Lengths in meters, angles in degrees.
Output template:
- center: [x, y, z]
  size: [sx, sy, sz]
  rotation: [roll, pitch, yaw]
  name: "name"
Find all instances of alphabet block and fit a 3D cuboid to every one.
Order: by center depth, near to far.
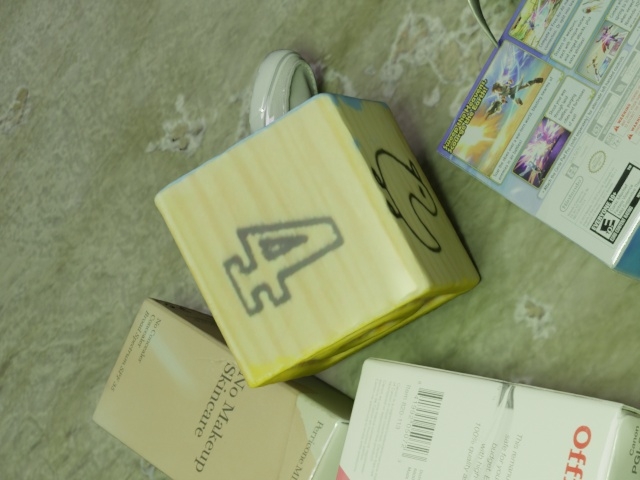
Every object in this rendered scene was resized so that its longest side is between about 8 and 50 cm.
- center: [0.000, 0.000, 1.647]
  size: [0.193, 0.192, 0.197]
  rotation: [-31, 82, 19]
  name: "alphabet block"

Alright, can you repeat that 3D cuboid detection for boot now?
- center: [0.002, -0.070, 1.814]
  size: [0.123, 0.095, 0.258]
  rotation: [-7, 79, 35]
  name: "boot"

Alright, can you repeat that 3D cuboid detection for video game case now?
- center: [0.257, -0.137, 1.607]
  size: [0.244, 0.061, 0.270]
  rotation: [38, 102, 43]
  name: "video game case"

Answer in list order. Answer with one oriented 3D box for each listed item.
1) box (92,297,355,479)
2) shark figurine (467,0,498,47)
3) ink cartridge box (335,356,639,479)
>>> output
- center: [-0.067, 0.183, 1.752]
  size: [0.311, 0.121, 0.148]
  rotation: [26, 93, 45]
  name: "box"
- center: [0.157, -0.283, 1.711]
  size: [0.116, 0.166, 0.278]
  rotation: [-33, 9, 9]
  name: "shark figurine"
- center: [0.149, 0.226, 1.538]
  size: [0.283, 0.117, 0.207]
  rotation: [8, 80, 44]
  name: "ink cartridge box"
